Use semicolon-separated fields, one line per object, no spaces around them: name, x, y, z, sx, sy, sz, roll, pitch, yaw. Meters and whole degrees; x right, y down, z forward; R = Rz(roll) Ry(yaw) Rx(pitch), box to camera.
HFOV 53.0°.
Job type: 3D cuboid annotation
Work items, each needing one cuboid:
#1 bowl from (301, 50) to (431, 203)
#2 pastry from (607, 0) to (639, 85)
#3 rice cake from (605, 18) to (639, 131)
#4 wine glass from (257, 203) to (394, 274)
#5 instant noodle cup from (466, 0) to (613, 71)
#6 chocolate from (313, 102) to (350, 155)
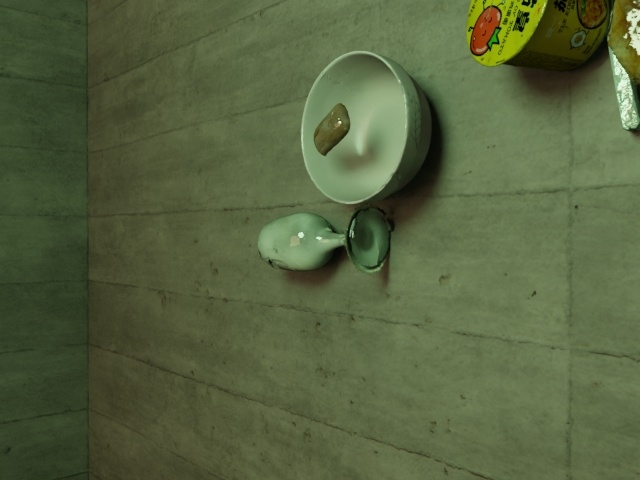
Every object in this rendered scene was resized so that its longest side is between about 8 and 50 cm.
bowl;0.105;-0.210;1.244;0.287;0.143;0.287;0;89;49
pastry;0.479;-0.292;0.838;0.192;0.093;0.182;7;92;41
rice cake;0.443;-0.242;0.938;0.029;0.033;0.171;-14;79;42
wine glass;0.000;0.000;1.372;0.321;0.143;0.143;-1;90;50
instant noodle cup;0.332;-0.338;0.965;0.182;0.144;0.182;-173;90;-65
chocolate;0.014;-0.211;1.218;0.100;0.031;0.065;-40;57;43
